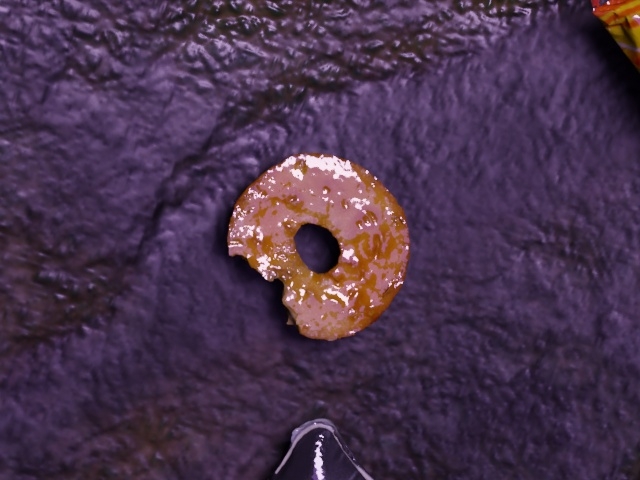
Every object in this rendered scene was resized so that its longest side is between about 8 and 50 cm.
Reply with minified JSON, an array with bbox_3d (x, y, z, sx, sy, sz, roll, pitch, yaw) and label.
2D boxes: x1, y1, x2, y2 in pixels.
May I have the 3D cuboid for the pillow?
[{"bbox_3d":[0.018,0.174,1.110,0.136,0.055,0.091,36,72,-17],"label":"pillow"}]

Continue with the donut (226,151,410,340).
[{"bbox_3d":[0.000,0.000,1.082,0.097,0.043,0.108,-35,103,-4],"label":"donut"}]

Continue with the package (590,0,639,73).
[{"bbox_3d":[0.290,-0.076,1.094,0.223,0.108,0.288,-27,94,-20],"label":"package"}]
